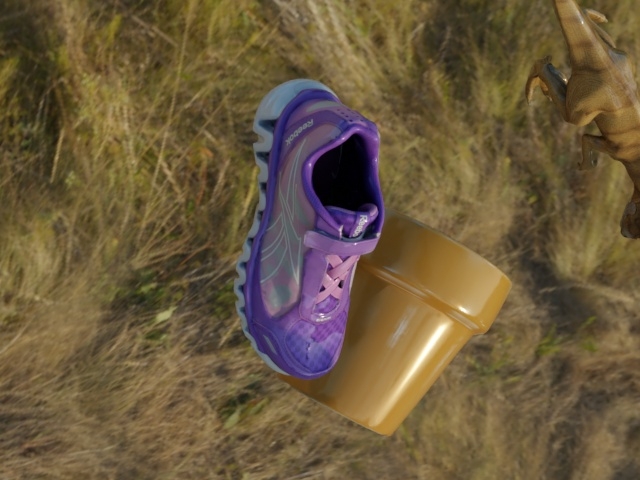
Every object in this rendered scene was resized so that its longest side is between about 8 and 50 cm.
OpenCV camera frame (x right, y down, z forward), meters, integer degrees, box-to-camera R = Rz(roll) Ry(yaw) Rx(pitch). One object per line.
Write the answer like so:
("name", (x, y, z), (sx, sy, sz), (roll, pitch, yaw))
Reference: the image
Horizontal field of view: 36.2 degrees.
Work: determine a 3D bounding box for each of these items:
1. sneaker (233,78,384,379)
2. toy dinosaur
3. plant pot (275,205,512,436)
("sneaker", (0.000, 0.000, 0.744), (0.095, 0.104, 0.236), (-6, 107, -36))
("toy dinosaur", (0.149, -0.092, 0.530), (0.211, 0.064, 0.112), (51, 8, -34))
("plant pot", (0.055, 0.080, 0.965), (0.205, 0.205, 0.188), (30, 84, -19))
